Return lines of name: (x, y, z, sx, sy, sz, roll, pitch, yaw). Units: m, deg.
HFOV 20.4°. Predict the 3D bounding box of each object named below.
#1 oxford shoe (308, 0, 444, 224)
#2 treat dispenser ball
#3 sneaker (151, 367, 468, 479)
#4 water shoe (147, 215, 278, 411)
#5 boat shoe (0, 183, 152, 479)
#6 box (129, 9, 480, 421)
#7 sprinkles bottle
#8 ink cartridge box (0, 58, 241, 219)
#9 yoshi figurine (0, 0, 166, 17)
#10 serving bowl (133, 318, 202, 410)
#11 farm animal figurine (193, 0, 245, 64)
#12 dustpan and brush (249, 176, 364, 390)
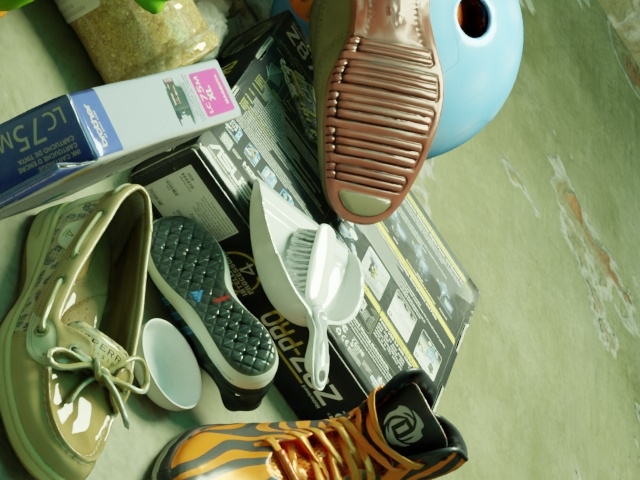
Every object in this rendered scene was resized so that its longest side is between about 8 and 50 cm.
oxford shoe: (0.046, -0.177, 1.796, 0.123, 0.130, 0.348, 16, 74, -24)
treat dispenser ball: (0.084, -0.230, 2.002, 0.288, 0.288, 0.288, 46, 29, -35)
sneaker: (0.006, 0.177, 1.529, 0.321, 0.180, 0.125, -5, 66, -55)
water shoe: (-0.109, 0.067, 1.593, 0.073, 0.080, 0.203, -13, 53, -26)
boat shoe: (-0.186, 0.066, 1.387, 0.104, 0.089, 0.285, 44, 30, -39)
box: (0.000, 0.000, 1.805, 0.395, 0.097, 0.318, 55, 33, -19)
sprinkles bottle: (-0.230, -0.306, 1.640, 0.355, 0.121, 0.121, 61, 23, -9)
ink cartridge box: (-0.205, -0.066, 1.361, 0.065, 0.185, 0.311, 65, 24, -4)
yoshi figurine: (-0.194, -0.262, 1.364, 0.203, 0.362, 0.203, 2, 65, -65)
serving bowl: (-0.137, 0.110, 1.522, 0.083, 0.027, 0.083, 46, 30, -36)
farm animal figurine: (-0.043, -0.361, 1.794, 0.172, 0.330, 0.327, 22, 46, -22)
dustpan and brush: (-0.009, 0.050, 1.612, 0.147, 0.060, 0.211, 37, 46, -36)
